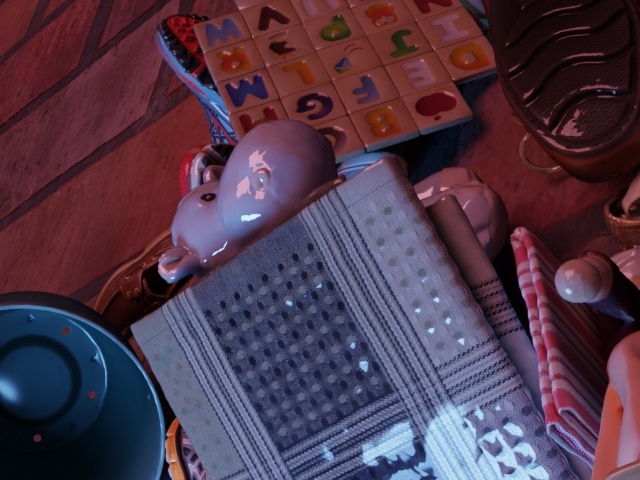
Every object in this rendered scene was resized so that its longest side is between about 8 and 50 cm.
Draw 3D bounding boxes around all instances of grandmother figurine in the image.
[{"bbox_3d":[0.215,0.090,0.859,0.104,0.208,0.342,-28,13,18],"label":"grandmother figurine"}]

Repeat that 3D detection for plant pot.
[{"bbox_3d":[-0.323,0.188,1.492,0.293,0.293,0.235,-53,13,2],"label":"plant pot"}]

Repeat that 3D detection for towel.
[{"bbox_3d":[0.030,0.130,1.033,0.312,0.324,0.056,-32,-5,35],"label":"towel"},{"bbox_3d":[0.183,0.094,0.948,0.029,0.144,0.197,-30,34,21],"label":"towel"}]

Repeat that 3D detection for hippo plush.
[{"bbox_3d":[0.000,0.000,1.182,0.294,0.236,0.234,-49,6,42],"label":"hippo plush"}]

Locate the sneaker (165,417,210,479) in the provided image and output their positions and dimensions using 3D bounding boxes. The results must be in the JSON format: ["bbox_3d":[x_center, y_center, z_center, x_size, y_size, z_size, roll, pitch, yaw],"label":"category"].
[{"bbox_3d":[-0.095,0.236,1.300,0.083,0.084,0.215,-30,37,14],"label":"sneaker"}]

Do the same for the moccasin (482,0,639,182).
[{"bbox_3d":[0.216,-0.152,1.192,0.139,0.147,0.380,-27,29,6],"label":"moccasin"}]

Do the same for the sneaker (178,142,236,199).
[{"bbox_3d":[-0.093,0.003,1.328,0.118,0.279,0.107,12,62,25],"label":"sneaker"}]

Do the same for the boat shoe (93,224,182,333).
[{"bbox_3d":[-0.221,0.057,1.691,0.178,0.064,0.060,-46,27,10],"label":"boat shoe"}]

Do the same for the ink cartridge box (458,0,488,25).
[{"bbox_3d":[0.202,-0.344,1.488,0.109,0.062,0.209,-34,34,33],"label":"ink cartridge box"}]

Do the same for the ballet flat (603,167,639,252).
[{"bbox_3d":[0.300,-0.064,1.026,0.206,0.067,0.073,-45,30,16],"label":"ballet flat"}]

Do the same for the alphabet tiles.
[{"bbox_3d":[0.023,-0.208,1.447,0.285,0.011,0.343,-17,45,-6],"label":"alphabet tiles"}]

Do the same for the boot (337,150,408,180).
[{"bbox_3d":[0.022,-0.024,1.421,0.190,0.069,0.086,-30,43,52],"label":"boot"}]

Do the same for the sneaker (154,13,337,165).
[{"bbox_3d":[-0.106,-0.142,1.545,0.104,0.262,0.125,-39,-7,-46],"label":"sneaker"}]

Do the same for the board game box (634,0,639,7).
[{"bbox_3d":[0.336,-0.274,1.243,0.168,0.033,0.133,-26,34,34],"label":"board game box"}]
